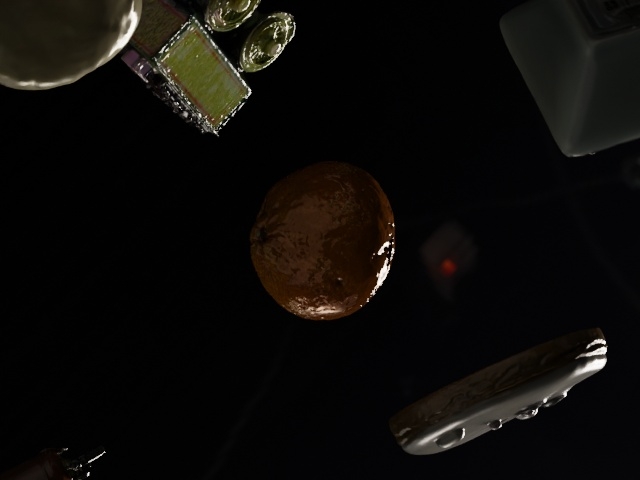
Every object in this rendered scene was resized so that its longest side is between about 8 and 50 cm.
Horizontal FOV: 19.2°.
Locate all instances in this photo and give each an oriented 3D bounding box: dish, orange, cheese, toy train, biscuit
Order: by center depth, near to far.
[{"bbox_3d":[0.279,-0.182,1.531,0.080,0.243,0.182,74,-3,-48],"label":"dish"},{"bbox_3d":[0.001,-0.002,1.571,0.117,0.136,0.135,29,-8,-32],"label":"orange"},{"bbox_3d":[0.156,0.136,1.637,0.208,0.181,0.049,-29,-101,36],"label":"biscuit"},{"bbox_3d":[-0.258,-0.265,1.737,0.251,0.173,0.248,-113,-170,-84],"label":"cheese"},{"bbox_3d":[-0.142,-0.242,2.131,0.134,0.177,0.261,41,-3,26],"label":"toy train"}]

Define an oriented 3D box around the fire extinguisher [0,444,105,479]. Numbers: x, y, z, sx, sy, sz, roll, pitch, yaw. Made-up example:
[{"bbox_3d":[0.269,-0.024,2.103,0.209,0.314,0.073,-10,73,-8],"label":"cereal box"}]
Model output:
[{"bbox_3d":[-0.275,0.228,1.697,0.050,0.177,0.062,64,-2,2],"label":"fire extinguisher"}]
